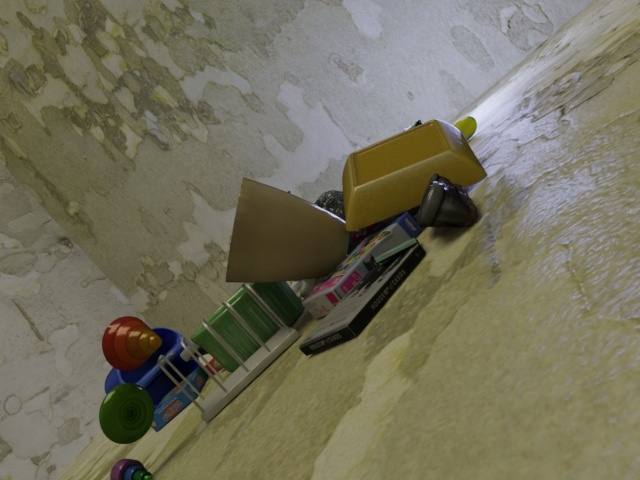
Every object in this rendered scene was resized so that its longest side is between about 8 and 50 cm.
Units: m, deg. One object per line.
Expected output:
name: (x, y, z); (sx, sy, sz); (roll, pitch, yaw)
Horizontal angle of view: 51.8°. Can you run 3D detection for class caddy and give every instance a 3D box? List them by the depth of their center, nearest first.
caddy: (-0.556, 0.441, 2.224); (0.179, 0.241, 0.341); (-47, 1, 32)

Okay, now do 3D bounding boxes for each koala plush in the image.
koala plush: (0.021, -0.010, 1.789); (0.203, 0.196, 0.221); (-54, 4, 44)

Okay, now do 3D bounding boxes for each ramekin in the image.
ramekin: (-0.190, 0.215, 1.784); (0.303, 0.148, 0.303); (-41, 4, 4)

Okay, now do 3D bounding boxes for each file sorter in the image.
file sorter: (-0.216, 0.247, 1.530); (0.278, 0.173, 0.193); (-42, 5, -11)

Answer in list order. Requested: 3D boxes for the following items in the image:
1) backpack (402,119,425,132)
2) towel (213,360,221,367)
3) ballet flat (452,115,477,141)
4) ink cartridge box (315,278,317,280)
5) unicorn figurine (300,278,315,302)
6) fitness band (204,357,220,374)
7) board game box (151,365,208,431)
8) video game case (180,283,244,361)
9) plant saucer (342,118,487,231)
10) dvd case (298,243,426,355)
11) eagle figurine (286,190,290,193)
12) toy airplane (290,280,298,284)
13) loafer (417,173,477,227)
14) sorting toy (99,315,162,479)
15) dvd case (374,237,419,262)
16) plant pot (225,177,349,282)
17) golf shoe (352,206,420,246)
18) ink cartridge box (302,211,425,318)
backpack: (0.313, -0.278, 2.157); (0.144, 0.166, 0.188); (-31, 22, 37)
towel: (-0.257, 0.312, 1.947); (0.110, 0.027, 0.148); (-16, 41, 56)
ballet flat: (0.448, -0.331, 2.221); (0.231, 0.077, 0.077); (-40, 25, 60)
ink cartridge box: (0.000, 0.000, 2.144); (0.218, 0.158, 0.092); (-44, -40, -14)
unicorn figurine: (-0.034, 0.103, 1.831); (0.060, 0.162, 0.111); (0, 12, 10)
fitness band: (-0.261, 0.316, 2.113); (0.291, 0.054, 0.209); (-44, 8, -25)
board game box: (-0.426, 0.472, 1.986); (0.160, 0.047, 0.210); (-42, 4, 5)
video game case: (-0.291, 0.247, 2.153); (0.329, 0.036, 0.300); (-49, -9, 5)
plant saucer: (0.194, -0.178, 1.568); (0.333, 0.081, 0.333); (-22, 25, 10)
dvd case: (0.077, 0.110, 1.219); (0.239, 0.029, 0.179); (-45, 5, -35)
eagle figurine: (-0.120, 0.041, 2.012); (0.225, 0.298, 0.226); (-23, -15, -42)
toy airplane: (-0.132, 0.024, 2.408); (0.386, 0.272, 0.384); (-19, 18, -33)
loafer: (0.243, -0.063, 1.272); (0.302, 0.095, 0.109); (-40, -31, -78)
sorting toy: (-0.376, 0.338, 1.380); (0.126, 0.365, 0.127); (-11, -14, 42)
dvd case: (0.152, 0.020, 1.291); (0.087, 0.013, 0.119); (-28, -8, 8)
plant pot: (-0.075, -0.002, 1.604); (0.256, 0.274, 0.256); (-170, 90, -84)
golf shoe: (0.200, -0.094, 1.697); (0.306, 0.115, 0.140); (-41, 1, -1)
ink cartridge box: (0.106, 0.043, 1.475); (0.311, 0.065, 0.186); (-42, 4, -27)
